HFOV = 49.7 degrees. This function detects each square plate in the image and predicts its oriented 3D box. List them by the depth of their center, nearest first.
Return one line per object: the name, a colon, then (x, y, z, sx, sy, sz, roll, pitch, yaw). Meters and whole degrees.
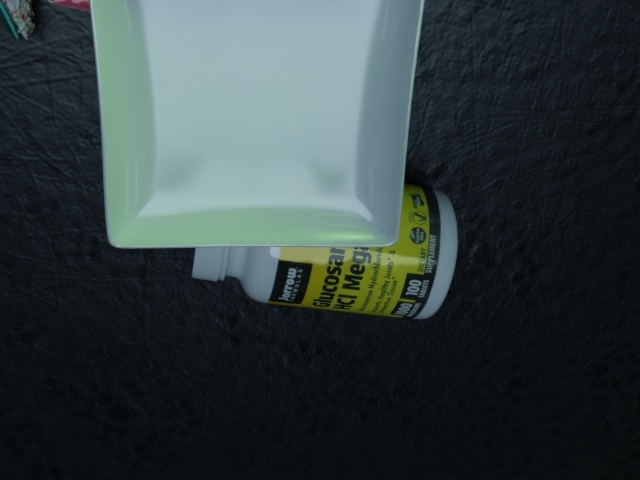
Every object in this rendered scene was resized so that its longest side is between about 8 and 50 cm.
square plate: (-0.069, -0.155, 0.764, 0.343, 0.049, 0.348, 0, 115, -8)

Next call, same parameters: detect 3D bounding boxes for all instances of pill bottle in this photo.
pill bottle: (0.000, 0.000, 0.941, 0.333, 0.188, 0.188, 7, 113, -10)

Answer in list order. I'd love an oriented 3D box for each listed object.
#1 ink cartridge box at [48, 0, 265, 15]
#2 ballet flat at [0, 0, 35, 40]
ink cartridge box: (-0.128, -0.432, 0.744, 0.279, 0.160, 0.385, 9, 113, -11)
ballet flat: (-0.390, -0.353, 0.795, 0.077, 0.091, 0.241, -37, 119, -14)
